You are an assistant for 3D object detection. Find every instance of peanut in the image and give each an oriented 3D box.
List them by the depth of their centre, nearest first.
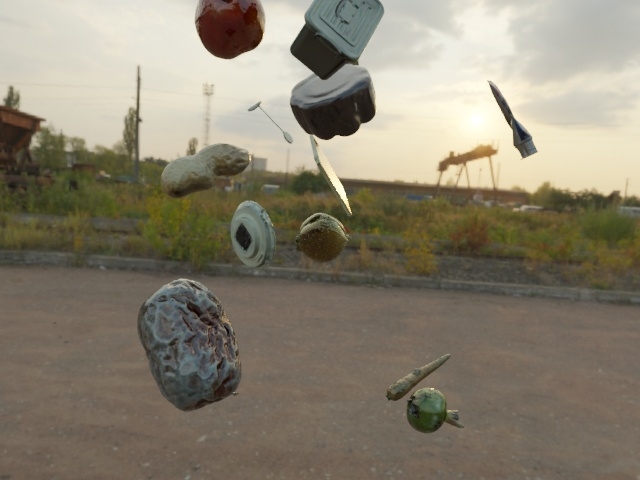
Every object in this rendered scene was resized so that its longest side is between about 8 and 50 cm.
[{"bbox_3d":[-0.278,-0.173,1.206,0.228,0.104,0.085,-29,-29,-16],"label":"peanut"}]

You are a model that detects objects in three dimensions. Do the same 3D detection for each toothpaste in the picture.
[{"bbox_3d":[0.581,-0.376,1.526,0.061,0.266,0.096,-28,-1,30],"label":"toothpaste"}]

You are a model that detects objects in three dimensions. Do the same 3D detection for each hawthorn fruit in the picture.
[{"bbox_3d":[-0.235,-0.584,1.273,0.197,0.196,0.225,4,-8,-4],"label":"hawthorn fruit"}]

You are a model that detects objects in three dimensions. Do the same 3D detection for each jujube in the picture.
[{"bbox_3d":[-0.318,0.257,1.224,0.226,0.317,0.226,-26,-19,-10],"label":"jujube"}]

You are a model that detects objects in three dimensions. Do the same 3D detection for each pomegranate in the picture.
[{"bbox_3d":[0.302,0.457,1.323,0.162,0.122,0.122,17,7,6],"label":"pomegranate"}]

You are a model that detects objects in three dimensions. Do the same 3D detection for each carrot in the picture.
[{"bbox_3d":[0.293,0.398,1.470,0.254,0.049,0.049,-25,18,-26],"label":"carrot"}]

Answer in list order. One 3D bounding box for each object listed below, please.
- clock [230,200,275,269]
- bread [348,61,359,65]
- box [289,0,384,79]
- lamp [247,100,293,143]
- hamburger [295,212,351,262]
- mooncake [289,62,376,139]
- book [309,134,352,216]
[{"bbox_3d":[-0.237,-0.012,1.650,0.053,0.236,0.236,-17,18,-41],"label":"clock"},{"bbox_3d":[0.091,-0.660,1.841,0.083,0.157,0.094,-24,36,-5],"label":"bread"},{"bbox_3d":[0.035,-0.523,1.227,0.163,0.243,0.135,34,-28,-18],"label":"box"},{"bbox_3d":[-0.179,-0.424,1.826,0.056,0.198,0.050,-34,23,25],"label":"lamp"},{"bbox_3d":[0.000,0.000,2.019,0.215,0.189,0.122,-31,19,22],"label":"hamburger"},{"bbox_3d":[0.047,-0.459,1.646,0.306,0.154,0.306,-16,40,14],"label":"mooncake"},{"bbox_3d":[0.026,-0.178,1.357,0.013,0.192,0.168,-27,36,11],"label":"book"}]
